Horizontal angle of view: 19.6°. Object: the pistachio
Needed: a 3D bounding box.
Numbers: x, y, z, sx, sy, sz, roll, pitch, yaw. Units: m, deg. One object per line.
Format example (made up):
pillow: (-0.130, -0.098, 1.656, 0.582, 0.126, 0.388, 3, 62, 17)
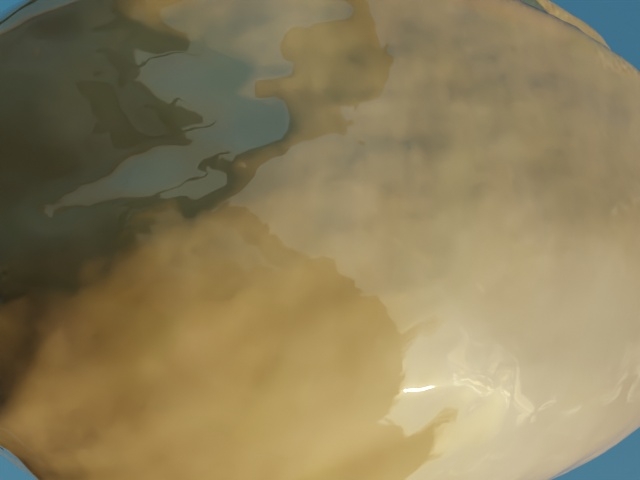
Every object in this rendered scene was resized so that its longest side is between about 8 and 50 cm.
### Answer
pistachio: (0.000, 0.000, 0.616, 0.193, 0.318, 0.214, 41, -50, 47)
